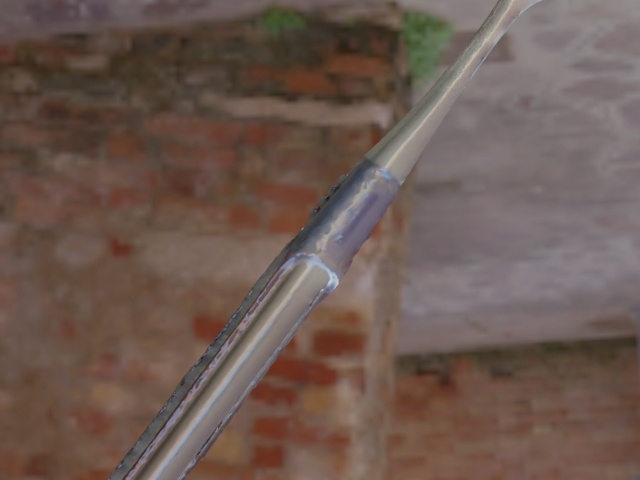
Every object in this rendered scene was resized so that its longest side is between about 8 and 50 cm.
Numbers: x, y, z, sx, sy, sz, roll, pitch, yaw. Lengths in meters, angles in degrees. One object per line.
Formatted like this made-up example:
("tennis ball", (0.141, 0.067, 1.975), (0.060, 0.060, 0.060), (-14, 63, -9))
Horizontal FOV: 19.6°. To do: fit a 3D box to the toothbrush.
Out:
("toothbrush", (0.000, 0.000, 0.443), (0.016, 0.219, 0.019), (36, -177, -18))
